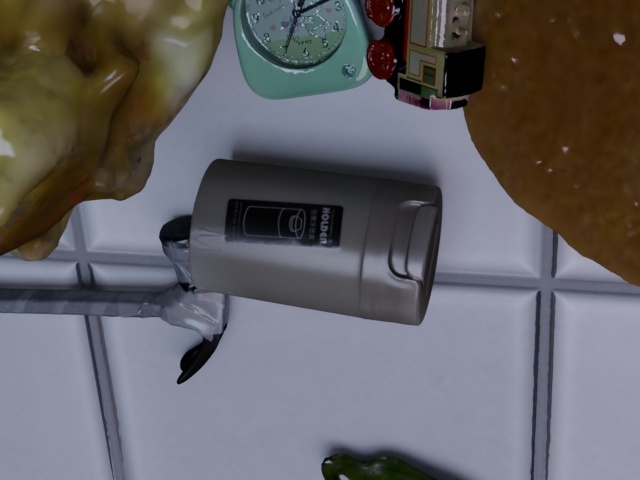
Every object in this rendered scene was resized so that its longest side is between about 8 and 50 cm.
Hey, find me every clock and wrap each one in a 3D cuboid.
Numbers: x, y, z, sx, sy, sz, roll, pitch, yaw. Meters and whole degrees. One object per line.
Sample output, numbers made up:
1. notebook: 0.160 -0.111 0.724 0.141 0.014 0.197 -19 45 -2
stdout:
1. clock: -0.016 -0.173 0.929 0.101 0.041 0.135 -4 117 17

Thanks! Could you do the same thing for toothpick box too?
1. toothpick box: 0.000 0.000 0.984 0.180 0.111 0.111 9 121 11

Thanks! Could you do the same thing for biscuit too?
1. biscuit: 0.277 -0.114 0.823 0.385 0.062 0.365 26 128 22

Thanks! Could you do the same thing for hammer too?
1. hammer: -0.284 0.045 1.123 0.427 0.044 0.152 3 121 14

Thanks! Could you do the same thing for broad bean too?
1. broad bean: 0.123 0.292 1.157 0.144 0.049 0.292 -23 112 25

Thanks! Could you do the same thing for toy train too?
1. toy train: 0.075 -0.161 0.881 0.087 0.050 0.138 24 121 45

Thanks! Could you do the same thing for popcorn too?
1. popcorn: -0.236 -0.173 0.777 0.354 0.390 0.344 13 109 -20
